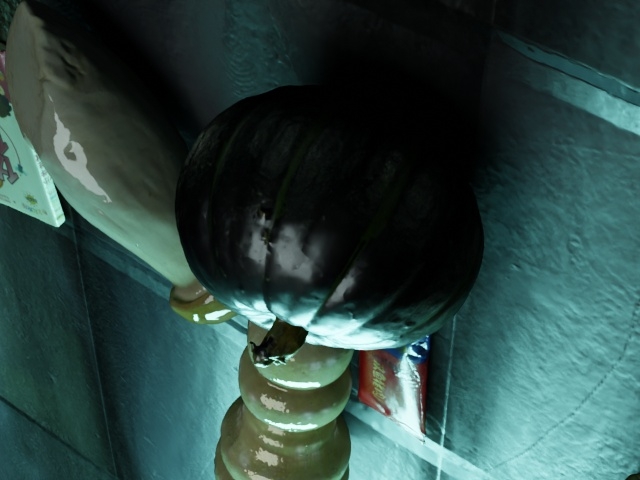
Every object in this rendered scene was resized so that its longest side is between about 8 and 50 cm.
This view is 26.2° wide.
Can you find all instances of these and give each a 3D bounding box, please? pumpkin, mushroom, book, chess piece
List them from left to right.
[{"bbox_3d":[-0.364,-0.130,1.494,0.162,0.022,0.231,23,139,33],"label":"book"},{"bbox_3d":[-0.178,-0.067,1.268,0.128,0.128,0.350,-13,119,53],"label":"mushroom"},{"bbox_3d":[-0.031,0.145,1.316,0.143,0.143,0.260,31,139,24],"label":"chess piece"},{"bbox_3d":[0.000,0.000,1.060,0.250,0.216,0.250,23,172,3],"label":"pumpkin"}]

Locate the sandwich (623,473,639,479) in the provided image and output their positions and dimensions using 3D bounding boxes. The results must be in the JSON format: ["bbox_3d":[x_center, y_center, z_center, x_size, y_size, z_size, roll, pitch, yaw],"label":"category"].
[{"bbox_3d":[0.263,0.215,1.137,0.031,0.044,0.083,29,-174,32],"label":"sandwich"}]

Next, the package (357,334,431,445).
[{"bbox_3d":[0.066,0.109,1.261,0.083,0.022,0.200,29,144,26],"label":"package"}]
